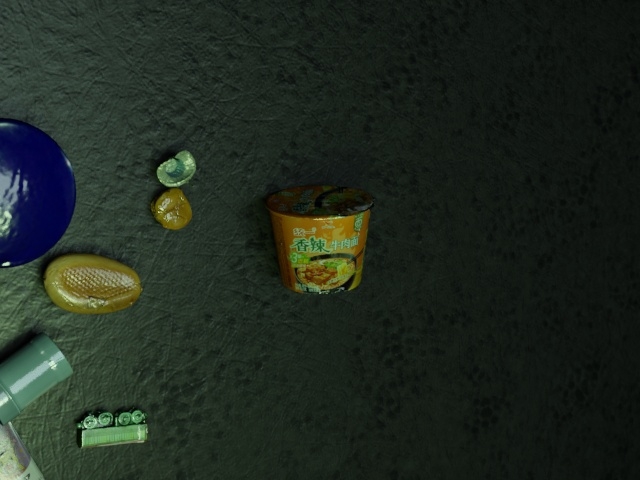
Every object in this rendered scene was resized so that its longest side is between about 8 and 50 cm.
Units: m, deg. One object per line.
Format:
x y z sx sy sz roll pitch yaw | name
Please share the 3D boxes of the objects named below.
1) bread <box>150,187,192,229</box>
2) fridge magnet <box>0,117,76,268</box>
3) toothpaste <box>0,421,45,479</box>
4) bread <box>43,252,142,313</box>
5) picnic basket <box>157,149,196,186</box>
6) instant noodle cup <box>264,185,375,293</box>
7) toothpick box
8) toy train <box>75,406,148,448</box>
-0.295 -0.064 1.930 0.081 0.046 0.083 -4 97 -36 | bread
-0.560 -0.083 1.709 0.266 0.113 0.265 -4 98 -33 | fridge magnet
-0.562 0.448 1.807 0.114 0.073 0.299 -38 107 -25 | toothpaste
-0.433 0.083 1.839 0.189 0.077 0.114 10 70 -34 | bread
-0.278 -0.139 1.911 0.083 0.083 0.065 -35 119 -23 | picnic basket
0.000 0.000 2.043 0.230 0.230 0.182 -13 112 -32 | instant noodle cup
-0.542 0.251 1.770 0.153 0.101 0.101 -37 115 -26 | toothpick box
-0.408 0.368 1.913 0.148 0.038 0.070 1 95 -33 | toy train
